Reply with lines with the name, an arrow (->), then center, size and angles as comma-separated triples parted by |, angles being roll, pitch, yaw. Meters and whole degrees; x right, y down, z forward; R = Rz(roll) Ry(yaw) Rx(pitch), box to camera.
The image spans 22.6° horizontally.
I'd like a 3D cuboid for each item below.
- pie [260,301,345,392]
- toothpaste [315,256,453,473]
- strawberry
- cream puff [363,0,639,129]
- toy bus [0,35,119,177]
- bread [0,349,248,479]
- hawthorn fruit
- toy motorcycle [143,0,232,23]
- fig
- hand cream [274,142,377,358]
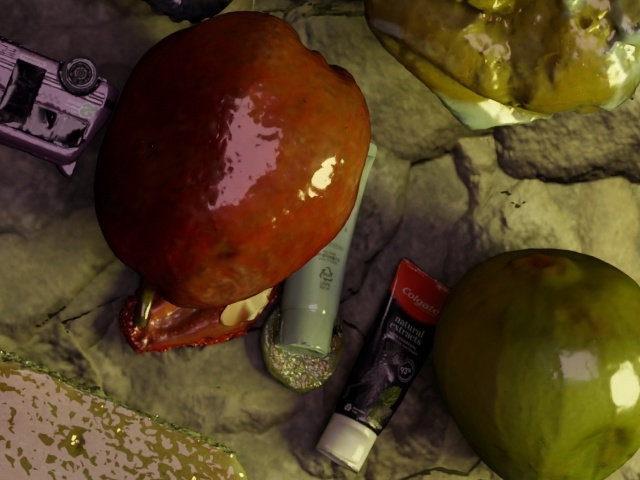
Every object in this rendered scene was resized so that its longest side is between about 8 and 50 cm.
pie -> -0.016, 0.094, 1.426 | 0.085, 0.017, 0.085 | 0, 91, -20
toothpaste -> 0.058, 0.112, 1.438 | 0.071, 0.045, 0.193 | 34, 76, -15
strawberry -> -0.102, 0.047, 1.384 | 0.152, 0.048, 0.104 | -37, 98, -16
cream puff -> 0.168, -0.281, 1.317 | 0.275, 0.378, 0.378 | 19, 85, 4
toy bus -> -0.261, -0.124, 1.313 | 0.178, 0.087, 0.098 | 21, 87, -13
bread -> -0.210, 0.223, 1.350 | 0.286, 0.056, 0.207 | 29, 80, -15
hawthorn fruit -> -0.081, -0.046, 1.287 | 0.224, 0.224, 0.261 | 38, 69, -14
toy motorcycle -> -0.087, -0.337, 1.340 | 0.188, 0.143, 0.327 | -1, 77, -25
fig -> 0.209, 0.118, 1.396 | 0.207, 0.207, 0.230 | -34, 106, -13
hand cream -> 0.000, 0.000, 1.408 | 0.078, 0.050, 0.205 | 16, 73, -20
